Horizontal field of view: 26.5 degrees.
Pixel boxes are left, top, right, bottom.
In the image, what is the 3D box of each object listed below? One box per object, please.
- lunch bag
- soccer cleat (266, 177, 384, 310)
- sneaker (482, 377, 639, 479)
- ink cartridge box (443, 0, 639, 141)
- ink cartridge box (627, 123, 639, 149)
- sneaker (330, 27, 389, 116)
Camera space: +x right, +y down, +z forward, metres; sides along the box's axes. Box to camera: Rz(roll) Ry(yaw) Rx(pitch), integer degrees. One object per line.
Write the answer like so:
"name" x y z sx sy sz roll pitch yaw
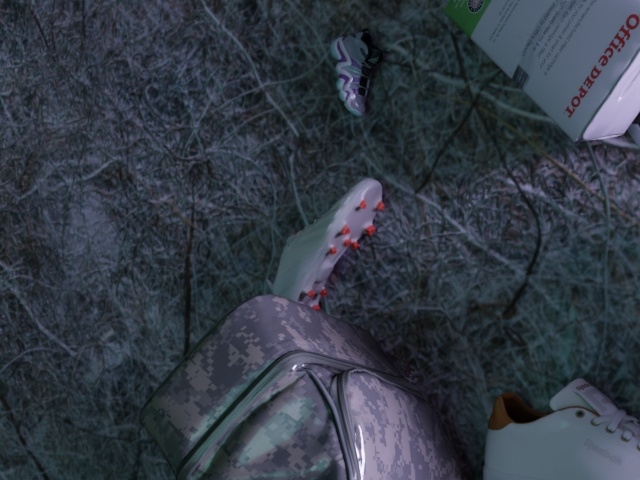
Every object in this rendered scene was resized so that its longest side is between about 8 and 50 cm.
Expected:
"lunch bag" 0.008 0.223 1.401 0.212 0.305 0.256 -45 58 11
"soccer cleat" 0.000 0.000 1.560 0.076 0.068 0.196 45 115 29
"sneaker" 0.288 0.202 1.336 0.290 0.106 0.123 2 92 35
"ink cartridge box" 0.251 -0.227 1.360 0.219 0.093 0.160 51 129 27
"ink cartridge box" 0.370 -0.169 1.347 0.179 0.045 0.145 -48 64 43
"sneaker" 0.051 -0.196 1.548 0.069 0.038 0.098 -21 77 32
